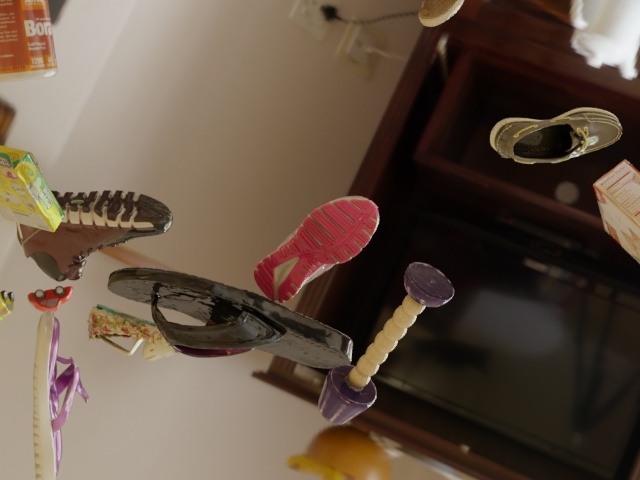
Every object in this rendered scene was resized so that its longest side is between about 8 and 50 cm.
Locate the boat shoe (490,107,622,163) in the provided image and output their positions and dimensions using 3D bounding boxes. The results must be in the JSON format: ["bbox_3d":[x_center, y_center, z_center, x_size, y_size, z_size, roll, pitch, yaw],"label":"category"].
[{"bbox_3d":[0.528,-0.222,2.209,0.305,0.109,0.091,-6,-152,-13],"label":"boat shoe"}]

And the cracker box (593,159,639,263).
[{"bbox_3d":[0.507,0.006,1.481,0.232,0.067,0.155,53,-179,34],"label":"cracker box"}]

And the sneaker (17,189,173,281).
[{"bbox_3d":[-0.400,0.000,1.797,0.281,0.162,0.106,5,-151,4],"label":"sneaker"}]

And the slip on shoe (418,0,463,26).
[{"bbox_3d":[0.163,-0.320,1.228,0.051,0.135,0.041,37,171,46],"label":"slip on shoe"}]

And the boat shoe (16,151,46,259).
[{"bbox_3d":[-0.585,-0.052,2.119,0.105,0.089,0.285,11,136,20],"label":"boat shoe"}]

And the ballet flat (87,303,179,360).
[{"bbox_3d":[-0.328,0.180,1.868,0.241,0.077,0.091,13,170,24],"label":"ballet flat"}]

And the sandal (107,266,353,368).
[{"bbox_3d":[-0.142,0.152,1.675,0.446,0.107,0.167,22,154,-23],"label":"sandal"}]

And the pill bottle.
[{"bbox_3d":[-0.537,-0.391,1.776,0.121,0.216,0.121,-6,-168,1],"label":"pill bottle"}]

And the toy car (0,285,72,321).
[{"bbox_3d":[-0.686,0.151,2.197,0.225,0.053,0.239,-18,171,34],"label":"toy car"}]

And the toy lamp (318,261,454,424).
[{"bbox_3d":[0.078,0.149,1.378,0.080,0.274,0.080,22,-148,-15],"label":"toy lamp"}]

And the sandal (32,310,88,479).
[{"bbox_3d":[-0.498,0.296,1.940,0.102,0.416,0.169,1,-141,-14],"label":"sandal"}]

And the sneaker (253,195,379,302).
[{"bbox_3d":[0.000,0.000,1.702,0.103,0.252,0.111,54,-152,-4],"label":"sneaker"}]

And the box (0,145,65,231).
[{"bbox_3d":[-0.484,-0.092,1.586,0.105,0.043,0.179,14,149,22],"label":"box"}]
